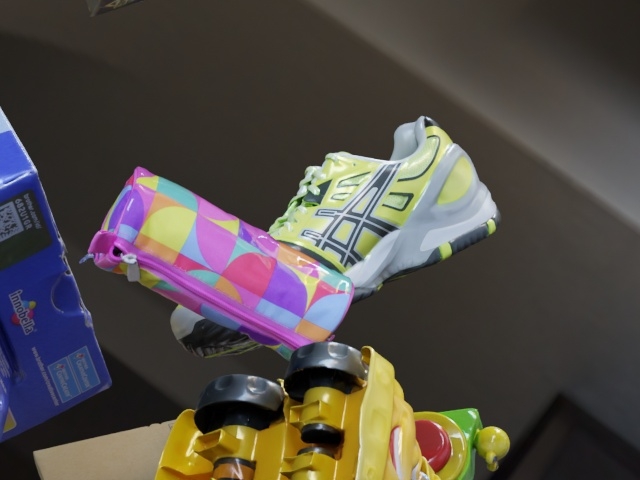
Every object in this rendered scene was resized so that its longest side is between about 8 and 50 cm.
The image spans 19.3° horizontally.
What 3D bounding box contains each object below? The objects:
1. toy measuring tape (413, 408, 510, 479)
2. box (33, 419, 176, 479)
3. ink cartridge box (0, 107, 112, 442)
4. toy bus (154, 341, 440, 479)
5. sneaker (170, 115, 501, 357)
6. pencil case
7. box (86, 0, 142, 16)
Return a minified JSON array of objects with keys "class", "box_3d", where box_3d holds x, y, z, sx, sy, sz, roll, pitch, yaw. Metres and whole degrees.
[{"class":"toy measuring tape","box_3d":[0.067,0.279,2.287,0.121,0.330,0.121,-9,-90,-82]},{"class":"box","box_3d":[-0.183,0.240,1.833,0.201,0.164,0.021,-131,33,-62]},{"class":"ink cartridge box","box_3d":[-0.300,-0.020,1.469,0.151,0.395,0.270,-27,-39,-13]},{"class":"toy bus","box_3d":[0.014,0.196,1.383,0.220,0.211,0.149,-25,41,40]},{"class":"sneaker","box_3d":[0.000,0.000,1.887,0.384,0.147,0.145,-26,0,-33]},{"class":"pencil case","box_3d":[-0.089,0.028,1.653,0.104,0.236,0.104,-58,15,25]},{"class":"box","box_3d":[-0.211,-0.373,1.690,0.073,0.293,0.295,-21,-1,-13]}]
